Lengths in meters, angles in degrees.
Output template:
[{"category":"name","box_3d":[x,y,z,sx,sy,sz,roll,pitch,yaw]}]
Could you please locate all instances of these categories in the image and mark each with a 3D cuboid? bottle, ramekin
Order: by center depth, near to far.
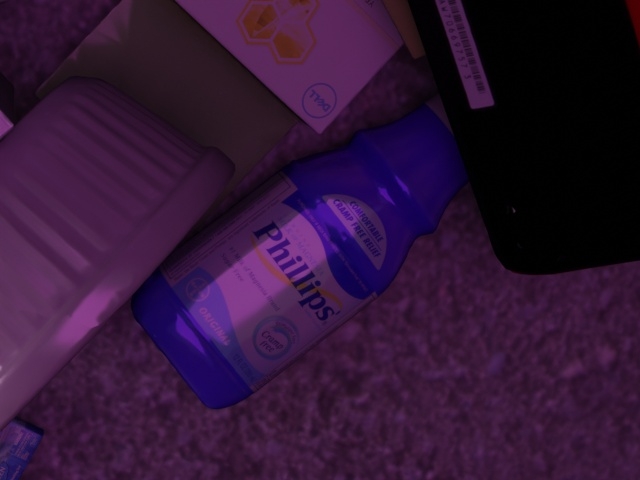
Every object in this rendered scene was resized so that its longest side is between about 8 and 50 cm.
[{"category":"ramekin","box_3d":[-0.191,0.007,1.248,0.127,0.273,0.273,44,91,-5]},{"category":"bottle","box_3d":[0.000,0.000,1.360,0.283,0.092,0.118,-37,105,-1]}]

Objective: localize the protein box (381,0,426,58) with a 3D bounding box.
[{"category":"protein box","box_3d":[0.115,-0.269,1.262,0.200,0.136,0.201,-21,111,25]}]

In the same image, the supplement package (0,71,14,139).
[{"category":"supplement package","box_3d":[-0.318,-0.111,1.201,0.145,0.262,0.204,-44,103,1]}]

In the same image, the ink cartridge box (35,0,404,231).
[{"category":"ink cartridge box","box_3d":[-0.063,-0.135,1.332,0.235,0.056,0.171,-48,115,-1]}]

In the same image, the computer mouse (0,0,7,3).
[{"category":"computer mouse","box_3d":[-0.192,-0.221,1.318,0.193,0.042,0.106,-19,107,-11]}]

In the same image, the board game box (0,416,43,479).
[{"category":"board game box","box_3d":[-0.267,0.162,1.383,0.090,0.020,0.090,28,95,-12]}]

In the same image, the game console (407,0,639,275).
[{"category":"game console","box_3d":[0.224,-0.165,1.185,0.342,0.060,0.386,-9,116,26]}]
